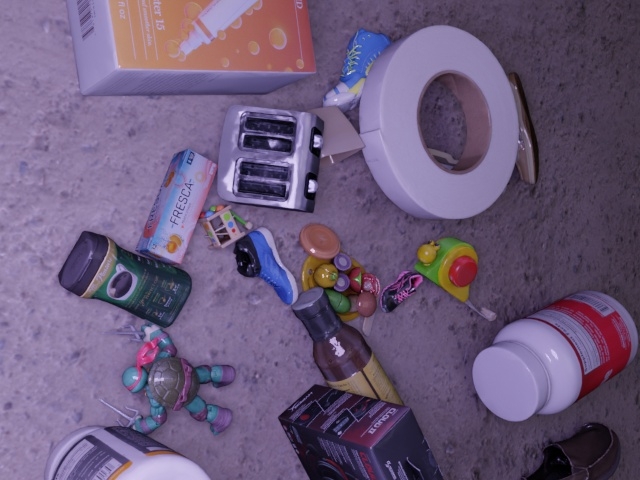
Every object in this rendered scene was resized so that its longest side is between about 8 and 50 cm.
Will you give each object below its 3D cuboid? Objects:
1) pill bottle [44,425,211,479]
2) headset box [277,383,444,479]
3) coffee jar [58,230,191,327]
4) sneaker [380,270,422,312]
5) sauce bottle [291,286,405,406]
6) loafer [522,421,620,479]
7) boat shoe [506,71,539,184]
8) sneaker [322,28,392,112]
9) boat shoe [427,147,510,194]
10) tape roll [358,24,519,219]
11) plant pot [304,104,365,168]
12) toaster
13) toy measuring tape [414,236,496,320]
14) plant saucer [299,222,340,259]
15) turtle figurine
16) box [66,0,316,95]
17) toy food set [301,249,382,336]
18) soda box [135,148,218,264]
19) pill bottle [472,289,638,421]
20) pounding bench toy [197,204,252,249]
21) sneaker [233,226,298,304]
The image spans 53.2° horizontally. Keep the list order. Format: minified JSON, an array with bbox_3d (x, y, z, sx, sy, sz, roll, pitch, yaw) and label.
[{"bbox_3d":[-0.270,0.343,0.866,0.162,0.278,0.162,2,87,-37],"label":"pill bottle"},{"bbox_3d":[0.085,0.390,1.127,0.110,0.293,0.218,-36,110,-33],"label":"headset box"},{"bbox_3d":[-0.297,0.060,0.978,0.184,0.079,0.096,29,93,-33],"label":"coffee jar"},{"bbox_3d":[0.174,0.108,1.356,0.119,0.057,0.047,-47,117,-28],"label":"sneaker"},{"bbox_3d":[0.059,0.243,1.228,0.111,0.111,0.344,-40,111,-31],"label":"sauce bottle"},{"bbox_3d":[0.652,0.576,1.652,0.366,0.134,0.130,-32,107,-34],"label":"loafer"},{"bbox_3d":[0.483,-0.273,1.602,0.104,0.089,0.285,-44,119,-59],"label":"boat shoe"},{"bbox_3d":[0.072,-0.347,1.294,0.240,0.091,0.126,-34,90,-33],"label":"sneaker"},{"bbox_3d":[0.299,-0.129,1.438,0.302,0.113,0.103,10,88,-30],"label":"boat shoe"},{"bbox_3d":[0.248,-0.233,1.294,0.392,0.072,0.392,0,89,-34],"label":"tape roll"},{"bbox_3d":[0.000,-0.195,1.211,0.109,0.109,0.096,-18,87,-36],"label":"plant pot"},{"bbox_3d":[-0.089,-0.140,1.091,0.185,0.110,0.168,8,91,4],"label":"toaster"},{"bbox_3d":[0.327,0.077,1.440,0.330,0.121,0.121,33,69,-38],"label":"toy measuring tape"},{"bbox_3d":[0.000,0.000,1.226,0.083,0.013,0.083,14,49,-17],"label":"plant saucer"},{"bbox_3d":[-0.241,0.228,1.003,0.234,0.118,0.175,26,72,-40],"label":"turtle figurine"},{"bbox_3d":[-0.202,-0.353,1.018,0.345,0.168,0.215,-11,95,-38],"label":"box"},{"bbox_3d":[0.063,0.095,1.262,0.218,0.071,0.128,35,68,-31],"label":"toy food set"},{"bbox_3d":[-0.235,-0.054,1.049,0.063,0.058,0.183,29,70,-33],"label":"soda box"},{"bbox_3d":[0.561,0.276,1.537,0.407,0.229,0.229,-15,97,-36],"label":"pill bottle"},{"bbox_3d":[-0.164,-0.033,1.105,0.083,0.052,0.065,-34,108,-33],"label":"pounding bench toy"},{"bbox_3d":[-0.103,0.059,1.143,0.084,0.058,0.152,-31,102,-40],"label":"sneaker"}]
